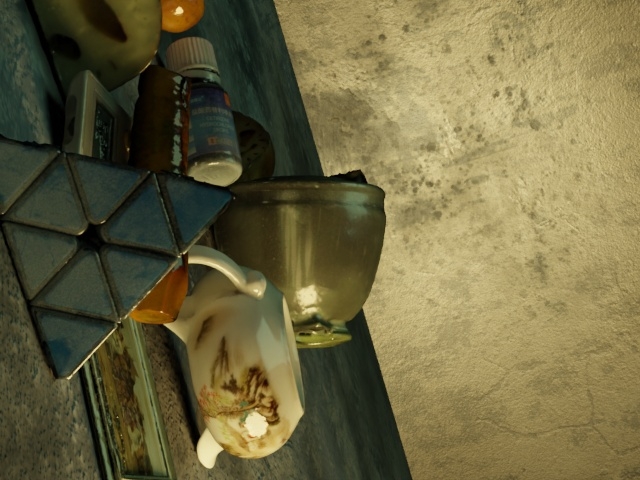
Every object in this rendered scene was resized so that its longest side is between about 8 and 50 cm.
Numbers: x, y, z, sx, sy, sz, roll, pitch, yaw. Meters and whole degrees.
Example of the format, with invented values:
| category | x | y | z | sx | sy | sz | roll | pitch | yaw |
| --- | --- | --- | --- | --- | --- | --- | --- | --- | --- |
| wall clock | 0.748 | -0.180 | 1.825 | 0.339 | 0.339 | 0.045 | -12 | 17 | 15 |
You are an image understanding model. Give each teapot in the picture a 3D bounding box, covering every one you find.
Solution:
| category | x | y | z | sx | sy | sz | roll | pitch | yaw |
| --- | --- | --- | --- | --- | --- | --- | --- | --- | --- |
| teapot | -0.058 | 0.038 | 2.105 | 0.239 | 0.321 | 0.239 | 6 | 82 | -41 |
| teapot | -0.096 | 0.120 | 1.588 | 0.204 | 0.139 | 0.298 | -93 | 172 | -57 |

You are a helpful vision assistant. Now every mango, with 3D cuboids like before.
| category | x | y | z | sx | sy | sz | roll | pitch | yaw |
| --- | --- | --- | --- | --- | --- | --- | --- | --- | --- |
| mango | -0.203 | -0.348 | 2.025 | 0.115 | 0.089 | 0.165 | 69 | 6 | -51 |

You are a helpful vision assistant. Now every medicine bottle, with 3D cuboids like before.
| category | x | y | z | sx | sy | sz | roll | pitch | yaw |
| --- | --- | --- | --- | --- | --- | --- | --- | --- | --- |
| medicine bottle | -0.160 | -0.171 | 2.013 | 0.083 | 0.083 | 0.203 | 62 | 13 | -64 |

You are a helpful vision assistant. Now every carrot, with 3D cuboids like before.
| category | x | y | z | sx | sy | sz | roll | pitch | yaw |
| --- | --- | --- | --- | --- | --- | --- | --- | --- | --- |
| carrot | -0.158 | -0.048 | 1.471 | 0.070 | 0.070 | 0.260 | 61 | 27 | -66 |

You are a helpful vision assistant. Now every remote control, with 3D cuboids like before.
| category | x | y | z | sx | sy | sz | roll | pitch | yaw |
| --- | --- | --- | --- | --- | --- | --- | --- | --- | --- |
| remote control | -0.199 | -0.053 | 1.549 | 0.313 | 0.055 | 0.109 | 55 | 33 | -62 |

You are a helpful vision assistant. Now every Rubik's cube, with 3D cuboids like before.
| category | x | y | z | sx | sy | sz | roll | pitch | yaw |
| --- | --- | --- | --- | --- | --- | --- | --- | --- | --- |
| Rubik's cube | -0.170 | 0.027 | 1.224 | 0.211 | 0.190 | 0.178 | 33 | 61 | -64 |

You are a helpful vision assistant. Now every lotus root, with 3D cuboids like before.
| category | x | y | z | sx | sy | sz | roll | pitch | yaw |
| --- | --- | --- | --- | --- | --- | --- | --- | --- | --- |
| lotus root | -0.221 | -0.312 | 1.547 | 0.260 | 0.149 | 0.267 | -88 | 165 | -68 |
| lotus root | -0.113 | -0.114 | 2.266 | 0.135 | 0.095 | 0.159 | 71 | 12 | -61 |

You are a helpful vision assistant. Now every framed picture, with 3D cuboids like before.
| category | x | y | z | sx | sy | sz | roll | pitch | yaw |
| --- | --- | --- | --- | --- | --- | --- | --- | --- | --- |
| framed picture | -0.189 | 0.104 | 1.401 | 0.217 | 0.017 | 0.274 | 46 | 29 | -79 |

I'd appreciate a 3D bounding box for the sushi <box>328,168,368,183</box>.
| category | x | y | z | sx | sy | sz | roll | pitch | yaw |
| --- | --- | --- | --- | --- | --- | --- | --- | --- | --- |
| sushi | -0.007 | 0.002 | 2.445 | 0.213 | 0.200 | 0.204 | 176 | -102 | -73 |
